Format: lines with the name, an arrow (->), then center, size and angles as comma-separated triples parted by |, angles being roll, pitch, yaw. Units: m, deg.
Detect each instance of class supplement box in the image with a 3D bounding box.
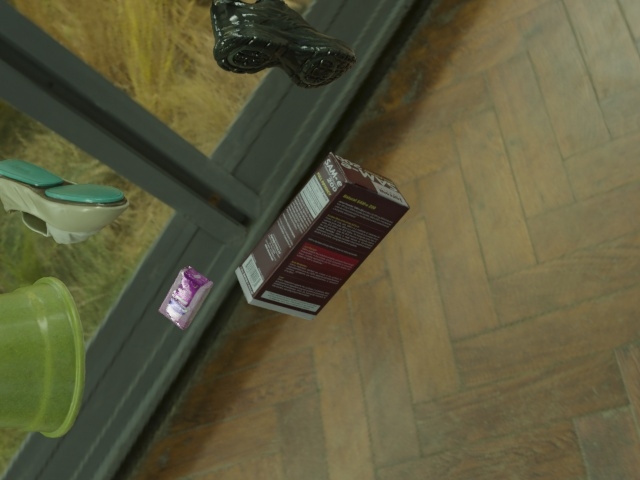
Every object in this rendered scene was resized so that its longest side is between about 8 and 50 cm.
supplement box -> 0.000, 0.000, 1.185 | 0.239, 0.130, 0.073 | -49, 44, 23

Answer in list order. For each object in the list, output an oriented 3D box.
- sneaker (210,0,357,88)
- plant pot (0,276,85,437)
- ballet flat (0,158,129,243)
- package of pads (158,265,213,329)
sneaker -> -0.054, -0.330, 1.322 | 0.109, 0.286, 0.130 | -33, 65, 38
plant pot -> -0.561, 0.201, 1.345 | 0.276, 0.254, 0.276 | 0, 90, 49
ballet flat -> -0.312, -0.038, 0.989 | 0.248, 0.086, 0.086 | 19, 78, 40
package of pads -> -0.199, 0.085, 1.216 | 0.050, 0.032, 0.083 | 35, 109, 8
